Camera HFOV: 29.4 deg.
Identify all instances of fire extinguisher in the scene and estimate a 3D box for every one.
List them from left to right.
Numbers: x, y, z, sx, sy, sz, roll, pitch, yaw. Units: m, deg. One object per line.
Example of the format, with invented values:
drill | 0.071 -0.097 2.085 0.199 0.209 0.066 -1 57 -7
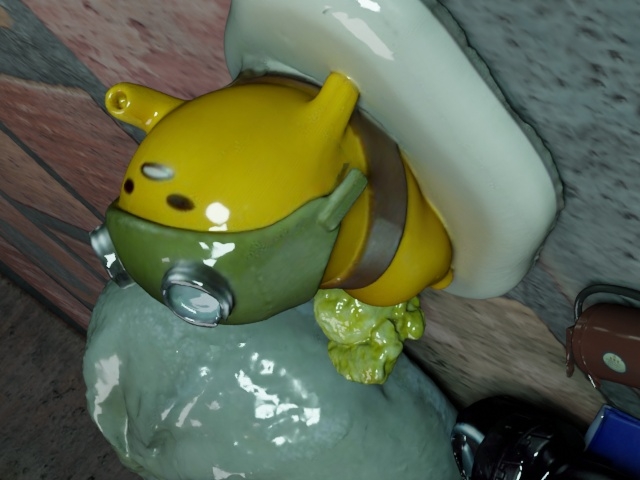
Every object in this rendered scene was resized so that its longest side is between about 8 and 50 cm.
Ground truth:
fire extinguisher | 0.150 0.049 0.540 0.132 0.039 0.056 12 119 59

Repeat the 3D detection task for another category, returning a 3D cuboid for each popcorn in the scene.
popcorn | 0.026 0.050 0.752 0.068 0.083 0.059 6 159 -20

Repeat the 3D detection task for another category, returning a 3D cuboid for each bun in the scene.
bun | -0.041 0.147 0.964 0.354 0.194 0.354 35 167 10

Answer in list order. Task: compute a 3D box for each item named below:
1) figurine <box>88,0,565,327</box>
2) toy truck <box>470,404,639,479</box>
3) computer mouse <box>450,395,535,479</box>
figurine | 0.000 0.000 0.526 0.166 0.141 0.250 22 160 38
toy truck | 0.157 0.208 0.676 0.161 0.213 0.177 23 165 44
computer mouse | 0.179 0.201 0.829 0.233 0.096 0.137 36 166 -4
